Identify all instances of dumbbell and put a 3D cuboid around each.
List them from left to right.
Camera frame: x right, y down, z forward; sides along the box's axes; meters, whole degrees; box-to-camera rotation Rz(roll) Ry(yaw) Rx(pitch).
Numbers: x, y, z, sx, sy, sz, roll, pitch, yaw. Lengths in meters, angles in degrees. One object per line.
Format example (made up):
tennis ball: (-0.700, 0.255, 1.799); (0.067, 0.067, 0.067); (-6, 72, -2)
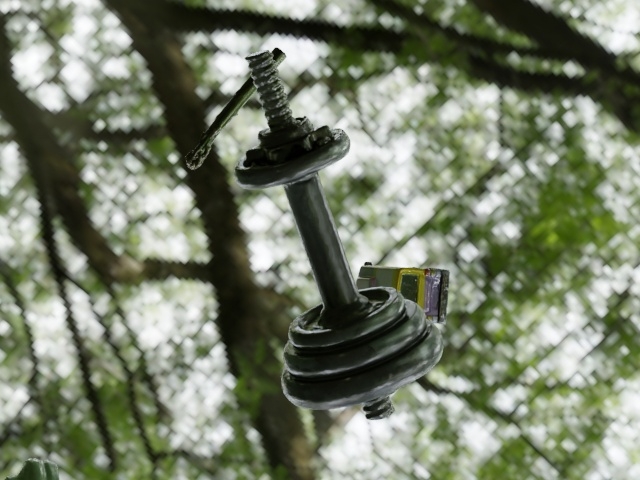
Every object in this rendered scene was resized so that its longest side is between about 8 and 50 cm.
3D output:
dumbbell: (0.000, 0.000, 1.122); (0.110, 0.254, 0.110); (-17, -165, 5)

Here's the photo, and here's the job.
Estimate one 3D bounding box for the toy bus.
toy bus: (0.069, 0.046, 1.521); (0.102, 0.058, 0.052); (-178, -86, -69)

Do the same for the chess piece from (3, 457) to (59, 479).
chess piece: (-0.224, 0.177, 1.142); (0.067, 0.103, 0.067); (-179, -90, -72)

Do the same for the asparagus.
asparagus: (-0.072, -0.111, 1.466); (0.018, 0.015, 0.127); (35, -98, 28)
